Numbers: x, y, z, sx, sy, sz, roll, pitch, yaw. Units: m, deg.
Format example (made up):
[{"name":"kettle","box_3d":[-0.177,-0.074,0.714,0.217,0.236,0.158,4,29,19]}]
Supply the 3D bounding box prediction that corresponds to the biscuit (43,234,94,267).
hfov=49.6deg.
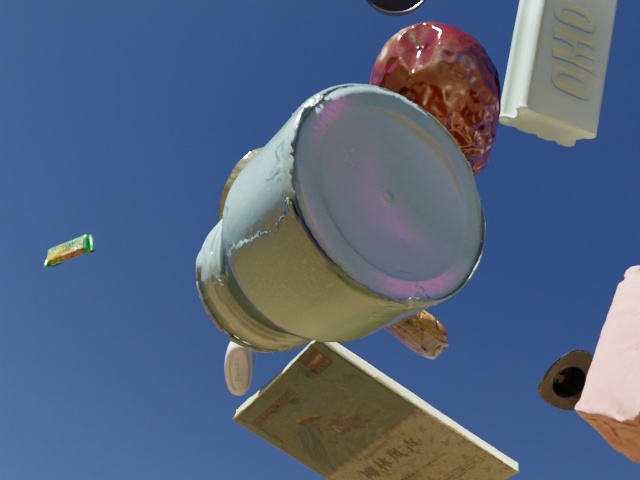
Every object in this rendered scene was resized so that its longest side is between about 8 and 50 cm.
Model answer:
[{"name":"biscuit","box_3d":[-0.431,0.017,1.184,0.089,0.046,0.016,-21,-46,0]}]

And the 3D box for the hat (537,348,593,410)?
[{"name":"hat","box_3d":[0.426,0.234,1.199,0.121,0.050,0.121,-2,-68,-5]}]

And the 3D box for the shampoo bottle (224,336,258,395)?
[{"name":"shampoo bottle","box_3d":[-0.145,0.209,1.327,0.051,0.221,0.108,0,-79,0]}]

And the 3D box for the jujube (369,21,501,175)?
[{"name":"jujube","box_3d":[0.161,-0.177,0.929,0.168,0.168,0.236,-6,-33,26]}]

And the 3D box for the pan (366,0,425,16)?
[{"name":"pan","box_3d":[0.101,-0.510,1.354,0.235,0.136,0.028,18,-14,7]}]

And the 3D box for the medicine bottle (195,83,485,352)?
[{"name":"medicine bottle","box_3d":[0.000,0.000,0.781,0.245,0.245,0.290,37,-37,-15]}]

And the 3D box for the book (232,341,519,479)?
[{"name":"book","box_3d":[0.078,0.313,1.084,0.379,0.031,0.264,34,-53,-10]}]

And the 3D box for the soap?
[{"name":"soap","box_3d":[0.420,-0.318,1.221,0.159,0.265,0.087,17,-12,-16]}]

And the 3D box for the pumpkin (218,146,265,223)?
[{"name":"pumpkin","box_3d":[-0.057,-0.048,1.162,0.110,0.217,0.217,10,-42,37]}]

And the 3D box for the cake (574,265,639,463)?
[{"name":"cake","box_3d":[0.549,0.188,0.882,0.314,0.293,0.306,41,-23,-18]}]

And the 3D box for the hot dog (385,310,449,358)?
[{"name":"hot dog","box_3d":[0.154,0.149,1.379,0.252,0.069,0.131,38,-16,-14]}]
